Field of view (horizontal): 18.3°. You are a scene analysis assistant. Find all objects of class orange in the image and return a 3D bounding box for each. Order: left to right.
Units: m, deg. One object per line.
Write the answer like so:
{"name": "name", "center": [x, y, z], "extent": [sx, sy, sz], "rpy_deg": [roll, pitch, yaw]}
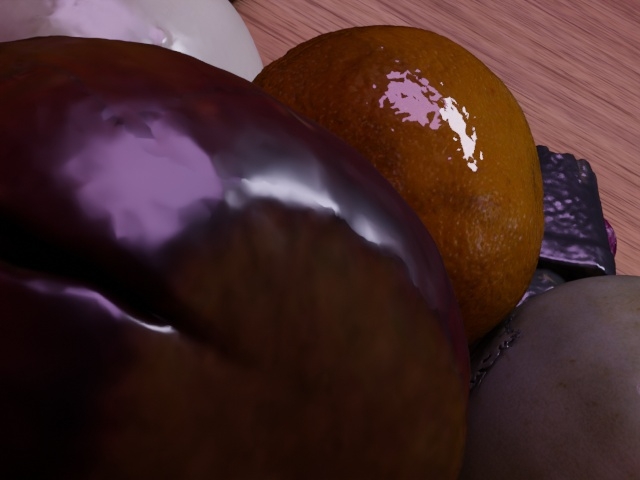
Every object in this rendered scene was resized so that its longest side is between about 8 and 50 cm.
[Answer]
{"name": "orange", "center": [0.049, -0.032, 1.476], "extent": [0.264, 0.264, 0.264], "rpy_deg": [23, 25, -11]}

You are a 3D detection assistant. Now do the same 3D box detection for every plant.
{"name": "plant", "center": [0.186, 0.032, 1.819], "extent": [0.164, 0.142, 0.256], "rpy_deg": [18, 48, 3]}

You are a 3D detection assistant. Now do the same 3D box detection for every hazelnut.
{"name": "hazelnut", "center": [-0.126, 0.080, 1.193], "extent": [0.429, 0.402, 0.402], "rpy_deg": [10, 30, -46]}

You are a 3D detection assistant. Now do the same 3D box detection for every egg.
{"name": "egg", "center": [-0.181, -0.108, 1.584], "extent": [0.283, 0.283, 0.345], "rpy_deg": [36, 21, 17]}

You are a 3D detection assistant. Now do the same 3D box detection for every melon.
{"name": "melon", "center": [0.221, 0.158, 1.495], "extent": [0.268, 0.268, 0.330], "rpy_deg": [21, 18, -15]}

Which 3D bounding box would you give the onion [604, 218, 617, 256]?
{"name": "onion", "center": [0.246, 0.006, 2.028], "extent": [0.115, 0.115, 0.104], "rpy_deg": [17, 71, -22]}
